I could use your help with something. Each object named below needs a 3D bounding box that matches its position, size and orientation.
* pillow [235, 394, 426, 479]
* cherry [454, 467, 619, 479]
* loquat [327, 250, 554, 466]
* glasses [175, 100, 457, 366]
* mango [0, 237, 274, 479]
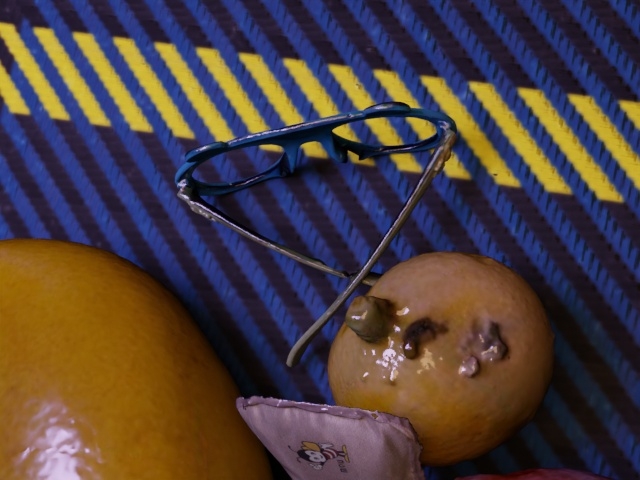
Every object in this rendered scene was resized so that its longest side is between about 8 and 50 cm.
[{"bbox_3d":[0.025,0.174,0.825,0.131,0.232,0.038,4,55,21],"label":"pillow"},{"bbox_3d":[0.189,0.251,0.788,0.250,0.192,0.175,39,55,19],"label":"cherry"},{"bbox_3d":[0.084,0.085,0.837,0.172,0.204,0.149,-33,53,18],"label":"loquat"},{"bbox_3d":[0.005,-0.011,0.940,0.239,0.102,0.206,-9,107,11],"label":"glasses"},{"bbox_3d":[-0.191,0.192,0.873,0.300,0.232,0.445,-32,65,13],"label":"mango"}]
